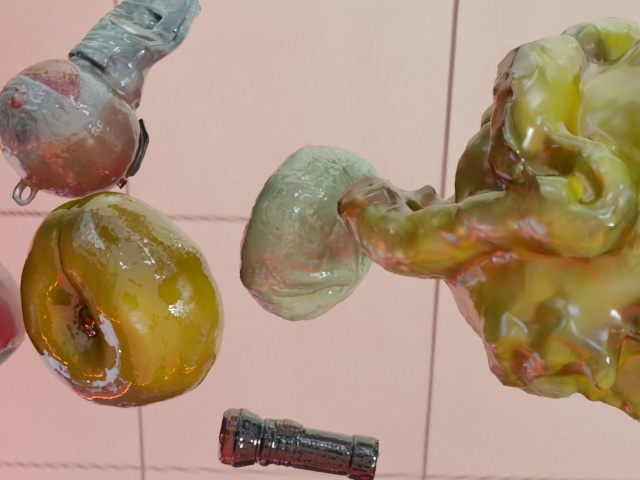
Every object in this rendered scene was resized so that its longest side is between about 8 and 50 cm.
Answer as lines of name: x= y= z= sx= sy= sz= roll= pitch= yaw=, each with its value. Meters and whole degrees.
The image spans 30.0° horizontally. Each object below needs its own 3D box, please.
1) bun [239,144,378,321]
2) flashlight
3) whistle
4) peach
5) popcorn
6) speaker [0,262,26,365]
bun: x=0.000 y=0.000 z=1.255 sx=0.118 sy=0.195 sz=0.195 roll=25 pitch=118 yaw=16
flashlight: x=-0.030 y=0.297 z=1.724 sx=0.232 sy=0.093 sz=0.093 roll=8 pitch=117 yaw=0
whistle: x=-0.277 y=-0.192 z=1.463 sx=0.189 sy=0.189 sz=0.348 roll=37 pitch=76 yaw=-16
peach: x=-0.221 y=0.067 z=1.306 sx=0.251 sy=0.153 sz=0.251 roll=12 pitch=113 yaw=31
popcorn: x=0.211 y=-0.015 z=0.924 sx=0.321 sy=0.290 sz=0.325 roll=-31 pitch=154 yaw=-24
speaker: x=-0.499 y=0.126 z=1.442 sx=0.294 sy=0.294 sz=0.294 roll=0 pitch=117 yaw=1
